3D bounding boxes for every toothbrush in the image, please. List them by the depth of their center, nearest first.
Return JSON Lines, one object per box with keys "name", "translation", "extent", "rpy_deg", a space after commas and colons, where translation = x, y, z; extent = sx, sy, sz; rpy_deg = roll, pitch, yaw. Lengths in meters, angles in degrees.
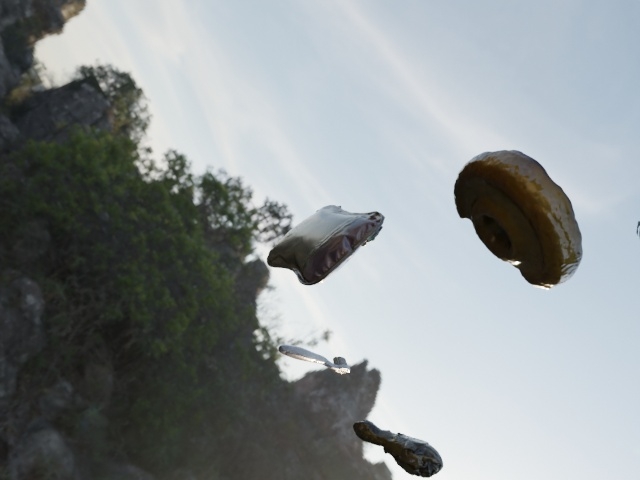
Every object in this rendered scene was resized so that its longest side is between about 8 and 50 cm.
{"name": "toothbrush", "translation": [-0.008, 0.216, 1.343], "extent": [0.307, 0.025, 0.029], "rpy_deg": [34, 34, -62]}

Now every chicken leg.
{"name": "chicken leg", "translation": [0.153, 0.414, 1.466], "extent": [0.198, 0.085, 0.069], "rpy_deg": [23, -64, 26]}

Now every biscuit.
{"name": "biscuit", "translation": [0.338, -0.049, 1.271], "extent": [0.274, 0.091, 0.213], "rpy_deg": [49, -21, 35]}

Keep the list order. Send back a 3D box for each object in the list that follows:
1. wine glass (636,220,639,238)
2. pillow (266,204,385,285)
{"name": "wine glass", "translation": [0.784, -0.029, 1.523], "extent": [0.204, 0.111, 0.111], "rpy_deg": [-31, -92, 47]}
{"name": "pillow", "translation": [0.000, 0.000, 0.935], "extent": [0.038, 0.130, 0.232], "rpy_deg": [49, -9, -18]}
